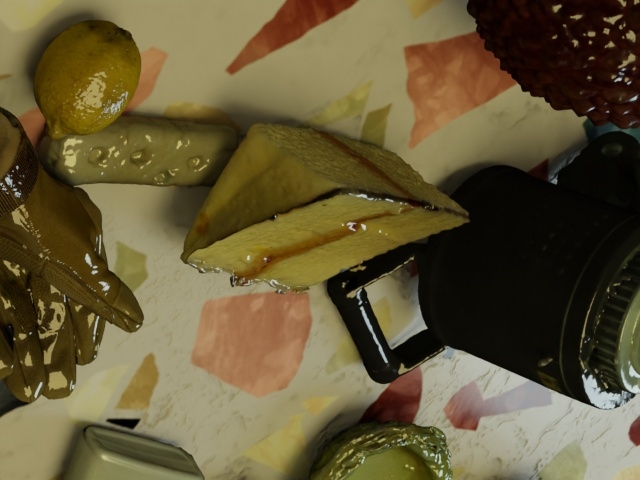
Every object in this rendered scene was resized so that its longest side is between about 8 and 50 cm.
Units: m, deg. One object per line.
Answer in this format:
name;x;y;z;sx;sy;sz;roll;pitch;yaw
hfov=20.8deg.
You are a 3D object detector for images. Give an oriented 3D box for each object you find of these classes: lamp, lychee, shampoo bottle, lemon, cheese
lamp;0.240;0.055;1.784;0.374;0.272;0.205;-35;134;-10
lychee;0.283;-0.233;1.604;0.300;0.264;0.264;-10;129;-7
shampoo bottle;-0.241;0.326;1.773;0.153;0.071;0.284;18;108;-42
lemon;-0.197;-0.133;1.455;0.111;0.082;0.082;-55;136;1
cheese;-0.158;-0.080;1.554;0.194;0.043;0.065;0;113;-36

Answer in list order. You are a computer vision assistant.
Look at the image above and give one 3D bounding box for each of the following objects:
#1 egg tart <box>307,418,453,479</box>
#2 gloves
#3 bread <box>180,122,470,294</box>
egg tart;0.052;0.270;1.947;0.197;0.078;0.197;-18;129;-23
gloves;-0.257;0.006;1.470;0.154;0.141;0.331;-25;143;-3
bread;0.000;0.000;1.638;0.240;0.135;0.178;10;116;-56
